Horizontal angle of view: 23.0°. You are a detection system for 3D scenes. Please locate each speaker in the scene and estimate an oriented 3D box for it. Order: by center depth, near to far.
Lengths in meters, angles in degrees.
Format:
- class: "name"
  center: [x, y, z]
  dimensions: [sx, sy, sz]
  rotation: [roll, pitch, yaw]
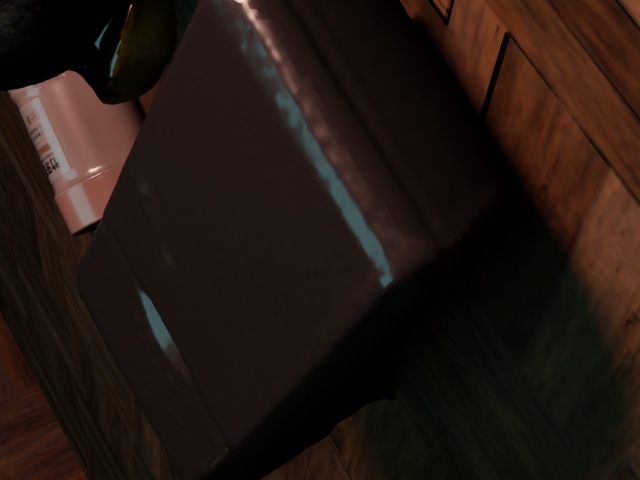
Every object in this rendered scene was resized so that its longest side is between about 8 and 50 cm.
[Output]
- class: "speaker"
  center: [0.000, 0.000, 0.876]
  dimensions: [0.180, 0.184, 0.388]
  rotation: [60, 150, 13]

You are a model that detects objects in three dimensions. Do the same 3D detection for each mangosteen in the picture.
- class: "mangosteen"
  center: [-0.177, -0.193, 0.929]
  dimensions: [0.243, 0.243, 0.243]
  rotation: [54, 159, 32]

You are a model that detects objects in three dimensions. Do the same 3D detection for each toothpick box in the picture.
- class: "toothpick box"
  center: [-0.195, -0.090, 1.325]
  dimensions: [0.149, 0.098, 0.098]
  rotation: [66, 162, 0]
